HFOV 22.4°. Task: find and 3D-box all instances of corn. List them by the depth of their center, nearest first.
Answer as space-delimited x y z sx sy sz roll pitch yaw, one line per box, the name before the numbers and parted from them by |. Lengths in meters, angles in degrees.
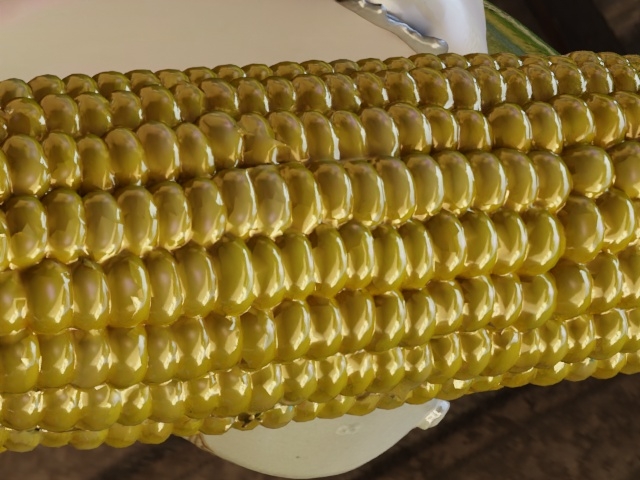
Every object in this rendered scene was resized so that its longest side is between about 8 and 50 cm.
corn | 0.000 0.000 0.356 0.248 0.081 0.081 -5 -110 -22

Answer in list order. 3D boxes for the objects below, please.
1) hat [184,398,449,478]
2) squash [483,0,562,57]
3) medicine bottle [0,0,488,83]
hat | -0.076 0.084 0.998 0.301 0.258 0.168 -16 -110 -19
squash | 0.090 -0.087 0.904 0.082 0.082 0.292 -46 -144 4
medicine bottle | -0.058 -0.188 0.616 0.213 0.213 0.379 -13 -120 17
